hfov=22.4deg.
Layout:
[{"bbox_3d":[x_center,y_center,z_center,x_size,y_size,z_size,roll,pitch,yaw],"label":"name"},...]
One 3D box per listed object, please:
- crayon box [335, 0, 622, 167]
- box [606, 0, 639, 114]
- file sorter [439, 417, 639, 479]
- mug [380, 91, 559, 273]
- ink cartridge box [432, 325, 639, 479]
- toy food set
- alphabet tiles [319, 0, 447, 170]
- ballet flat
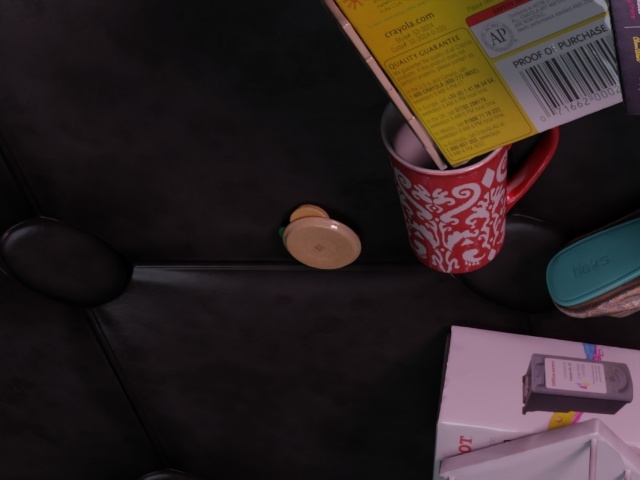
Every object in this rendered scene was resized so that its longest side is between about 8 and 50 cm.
[{"bbox_3d":[0.107,-0.226,1.231,0.202,0.081,0.318,-19,119,35],"label":"crayon box"},{"bbox_3d":[0.273,-0.227,1.086,0.142,0.247,0.163,-1,141,18],"label":"box"},{"bbox_3d":[0.271,0.341,1.654,0.193,0.173,0.278,-22,131,35],"label":"file sorter"},{"bbox_3d":[0.136,-0.051,1.460,0.150,0.113,0.169,5,145,12],"label":"mug"},{"bbox_3d":[0.277,0.220,1.747,0.306,0.131,0.226,6,142,6],"label":"ink cartridge box"},{"bbox_3d":[0.000,0.000,1.630,0.083,0.020,0.082,21,141,-12],"label":"toy food set"},{"bbox_3d":[0.030,-0.155,1.289,0.009,0.198,0.237,-36,139,4],"label":"alphabet tiles"},{"bbox_3d":[0.353,-0.003,1.487,0.106,0.107,0.316,17,152,-40],"label":"ballet flat"}]
